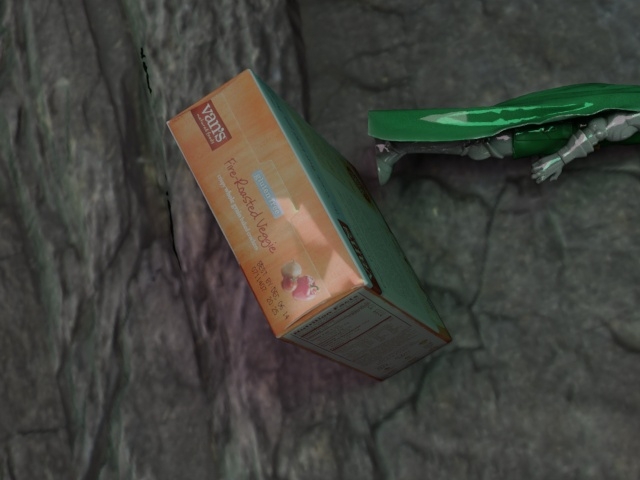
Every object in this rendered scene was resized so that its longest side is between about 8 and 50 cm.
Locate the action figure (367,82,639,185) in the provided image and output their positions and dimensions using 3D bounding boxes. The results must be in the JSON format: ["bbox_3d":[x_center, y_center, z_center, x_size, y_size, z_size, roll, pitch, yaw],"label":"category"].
[{"bbox_3d":[0.153,-0.076,0.920,0.232,0.137,0.063,-7,99,8],"label":"action figure"}]

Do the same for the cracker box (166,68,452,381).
[{"bbox_3d":[0.000,0.000,0.876,0.067,0.232,0.156,-31,70,8],"label":"cracker box"}]
